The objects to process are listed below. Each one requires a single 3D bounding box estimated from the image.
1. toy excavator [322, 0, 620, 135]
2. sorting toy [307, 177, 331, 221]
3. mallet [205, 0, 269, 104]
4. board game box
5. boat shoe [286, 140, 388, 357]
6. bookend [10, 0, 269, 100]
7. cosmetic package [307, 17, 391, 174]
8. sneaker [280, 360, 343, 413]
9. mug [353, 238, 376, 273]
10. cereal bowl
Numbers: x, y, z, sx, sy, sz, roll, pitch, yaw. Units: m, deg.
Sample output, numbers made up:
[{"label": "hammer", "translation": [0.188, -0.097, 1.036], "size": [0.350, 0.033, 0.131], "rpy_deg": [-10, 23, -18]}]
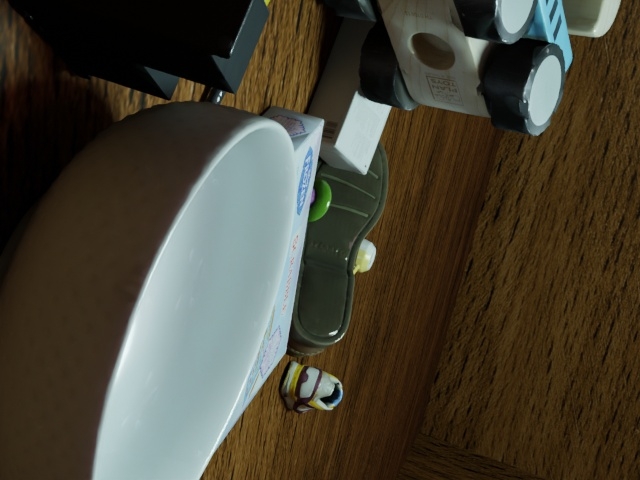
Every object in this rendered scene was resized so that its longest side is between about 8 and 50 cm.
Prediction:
[{"label": "toy excavator", "translation": [0.242, -0.317, 1.476], "size": [0.445, 0.222, 0.433], "rpy_deg": [-57, 144, -25]}, {"label": "sorting toy", "translation": [-0.030, -0.069, 1.382], "size": [0.042, 0.061, 0.102], "rpy_deg": [21, 42, -50]}, {"label": "mallet", "translation": [-0.067, -0.188, 1.134], "size": [0.062, 0.039, 0.190], "rpy_deg": [41, 72, -79]}, {"label": "board game box", "translation": [-0.101, 0.064, 1.258], "size": [0.318, 0.065, 0.319], "rpy_deg": [-52, 156, -56]}, {"label": "boat shoe", "translation": [0.000, 0.000, 1.556], "size": [0.104, 0.110, 0.307], "rpy_deg": [-39, -151, 61]}, {"label": "bookend", "translation": [-0.098, -0.141, 0.772], "size": [0.156, 0.157, 0.072], "rpy_deg": [57, 53, -73]}, {"label": "cosmetic package", "translation": [0.055, -0.211, 1.501], "size": [0.099, 0.060, 0.239], "rpy_deg": [37, 71, -57]}, {"label": "sneaker", "translation": [-0.006, 0.236, 1.863], "size": [0.185, 0.083, 0.070], "rpy_deg": [57, 52, -74]}, {"label": "mug", "translation": [0.045, 0.025, 1.827], "size": [0.062, 0.064, 0.078], "rpy_deg": [62, 48, -74]}, {"label": "cereal bowl", "translation": [-0.143, 0.051, 0.885], "size": [0.339, 0.141, 0.339], "rpy_deg": [20, 90, -78]}]
